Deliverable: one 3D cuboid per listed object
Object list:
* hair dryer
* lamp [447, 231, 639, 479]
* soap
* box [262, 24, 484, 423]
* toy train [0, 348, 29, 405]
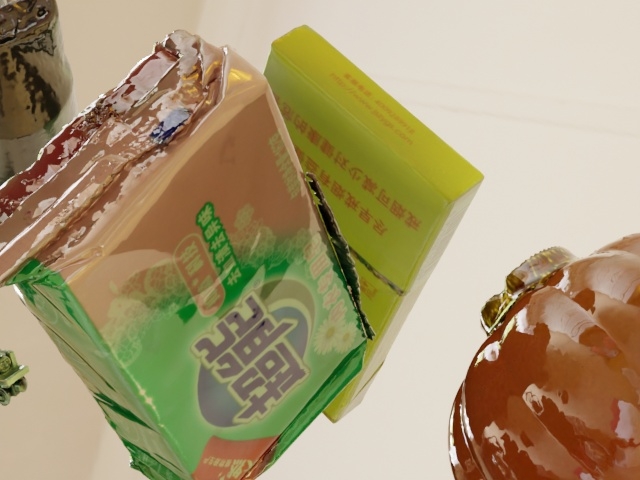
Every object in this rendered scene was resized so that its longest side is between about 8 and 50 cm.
[{"bbox_3d":[-0.288,-0.186,1.225,0.244,0.116,0.302,100,-28,-59],"label":"hair dryer"},{"bbox_3d":[0.175,0.094,0.801,0.196,0.223,0.223,51,-58,26],"label":"lamp"},{"bbox_3d":[-0.078,0.027,0.816,0.218,0.273,0.098,-44,-126,-18],"label":"soap"},{"bbox_3d":[0.000,0.000,1.162,0.187,0.047,0.335,42,-37,14],"label":"box"},{"bbox_3d":[-0.298,0.117,1.274,0.083,0.033,0.053,3,-64,34],"label":"toy train"}]
